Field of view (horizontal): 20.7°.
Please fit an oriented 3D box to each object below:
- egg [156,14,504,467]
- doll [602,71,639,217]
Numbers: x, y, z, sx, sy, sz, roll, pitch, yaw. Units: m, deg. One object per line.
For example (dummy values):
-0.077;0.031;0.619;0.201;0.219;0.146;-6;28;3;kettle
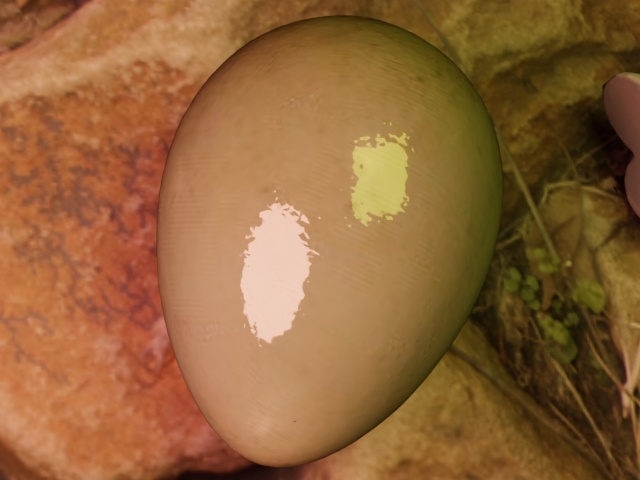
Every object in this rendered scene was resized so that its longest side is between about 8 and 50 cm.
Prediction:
0.000;0.000;1.119;0.218;0.218;0.295;21;77;-25;egg
0.351;-0.107;1.424;0.256;0.161;0.215;-19;111;-20;doll
